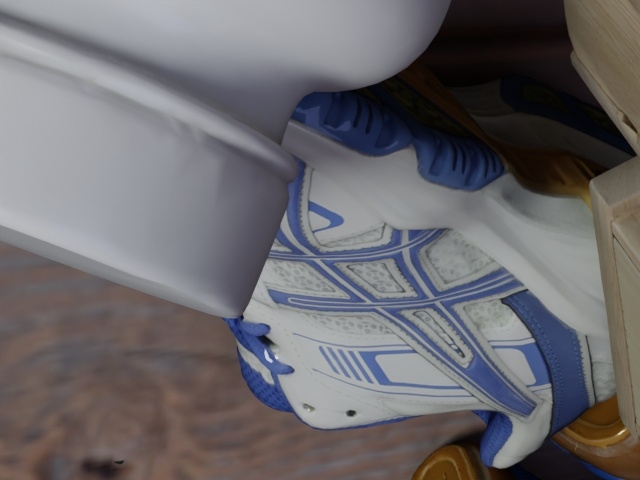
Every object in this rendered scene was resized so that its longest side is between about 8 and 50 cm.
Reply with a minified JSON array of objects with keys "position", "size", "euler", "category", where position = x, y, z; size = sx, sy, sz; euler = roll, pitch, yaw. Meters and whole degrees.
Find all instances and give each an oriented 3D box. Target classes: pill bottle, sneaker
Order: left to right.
[{"position":[-0.020,-0.114,0.406],"size":[0.136,0.136,0.245],"euler":[24,84,-38],"category":"pill bottle"},{"position":[0.000,0.000,0.579],"size":[0.296,0.112,0.131],"euler":[23,115,-35],"category":"sneaker"}]

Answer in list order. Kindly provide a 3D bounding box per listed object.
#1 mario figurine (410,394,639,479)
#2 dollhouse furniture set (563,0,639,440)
[{"position":[0.196,0.157,0.751],"size":[0.320,0.170,0.198],"euler":[30,141,-32],"category":"mario figurine"},{"position":[0.250,-0.005,0.499],"size":[0.303,0.198,0.286],"euler":[-27,145,-6],"category":"dollhouse furniture set"}]
